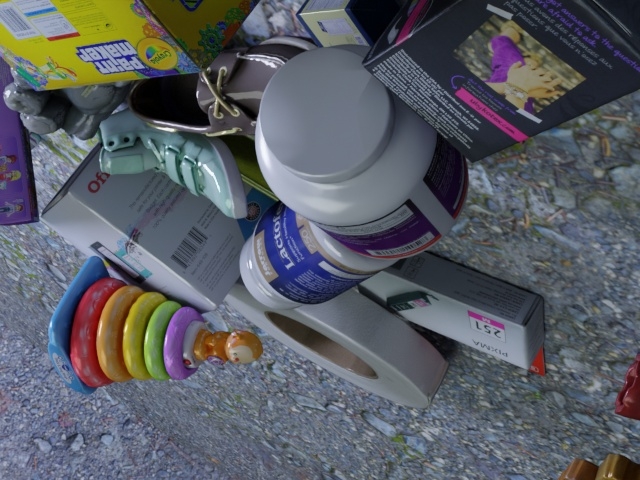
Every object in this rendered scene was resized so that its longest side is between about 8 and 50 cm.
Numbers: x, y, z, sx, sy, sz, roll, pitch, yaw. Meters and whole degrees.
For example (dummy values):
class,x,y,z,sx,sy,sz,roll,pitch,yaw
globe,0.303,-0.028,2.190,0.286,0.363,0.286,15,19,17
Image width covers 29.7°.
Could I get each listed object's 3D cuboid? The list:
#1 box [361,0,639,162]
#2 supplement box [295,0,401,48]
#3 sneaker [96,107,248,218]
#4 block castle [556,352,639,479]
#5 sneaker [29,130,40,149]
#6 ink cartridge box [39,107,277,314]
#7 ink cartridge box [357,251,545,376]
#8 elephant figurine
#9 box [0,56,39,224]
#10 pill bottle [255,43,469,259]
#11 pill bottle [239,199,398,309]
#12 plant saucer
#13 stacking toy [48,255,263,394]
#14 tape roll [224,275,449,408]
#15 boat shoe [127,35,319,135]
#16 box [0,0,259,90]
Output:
class,x,y,z,sx,sy,sz,roll,pitch,yaw
box,0.182,-0.195,1.001,0.143,0.165,0.270,40,155,-14
supplement box,0.036,-0.228,1.259,0.083,0.056,0.083,6,145,47
sneaker,-0.204,-0.092,1.591,0.256,0.151,0.094,49,156,37
block castle,0.403,0.212,1.351,0.213,0.303,0.453,22,156,8
sneaker,-0.525,-0.178,2.054,0.038,0.069,0.098,10,148,41
ink cartridge box,-0.237,-0.043,1.790,0.270,0.198,0.197,40,156,-14
ink cartridge box,0.186,0.111,1.731,0.275,0.060,0.239,22,153,24
elephant figurine,-0.317,-0.264,1.552,0.186,0.239,0.169,10,142,-10
box,-0.443,-0.168,1.685,0.057,0.293,0.201,-7,-179,-10
pill bottle,0.044,-0.090,1.246,0.182,0.181,0.323,25,177,18
pill bottle,0.000,0.000,1.595,0.153,0.153,0.265,38,149,-11
plant saucer,-0.085,-0.121,1.635,0.188,0.045,0.188,30,157,5
stacking toy,-0.223,0.143,1.736,0.302,0.165,0.175,6,139,20
tape roll,0.018,0.140,1.903,0.392,0.072,0.392,28,166,8
boat shoe,-0.113,-0.179,1.453,0.324,0.097,0.116,6,109,49
box,-0.166,-0.300,1.096,0.290,0.279,0.177,4,143,49
